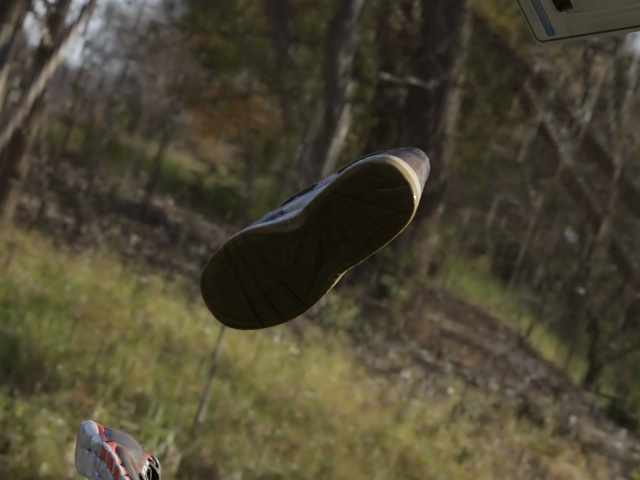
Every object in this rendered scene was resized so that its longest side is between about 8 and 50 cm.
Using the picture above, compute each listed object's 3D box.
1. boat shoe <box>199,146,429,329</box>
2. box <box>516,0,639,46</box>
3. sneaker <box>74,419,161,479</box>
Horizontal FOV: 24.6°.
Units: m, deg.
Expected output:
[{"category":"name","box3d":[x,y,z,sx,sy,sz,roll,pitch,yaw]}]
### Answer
[{"category":"boat shoe","box3d":[0.000,-0.001,1.126,0.080,0.223,0.073,56,36,1]},{"category":"box","box3d":[0.330,-0.270,1.367,0.290,0.169,0.087,-1,-58,57]},{"category":"sneaker","box3d":[-0.159,0.193,1.233,0.065,0.061,0.158,5,18,-25]}]
